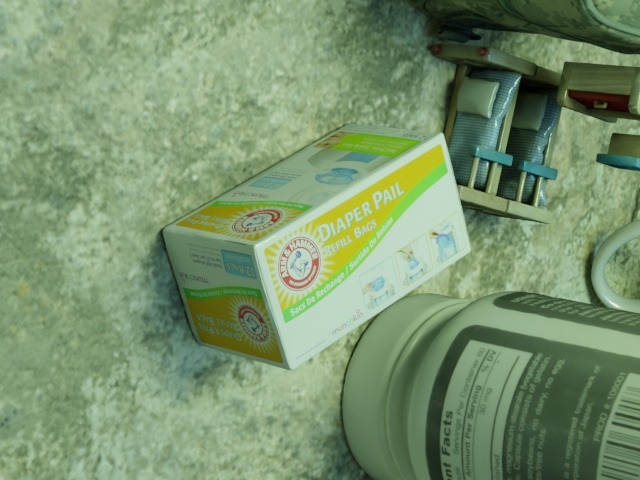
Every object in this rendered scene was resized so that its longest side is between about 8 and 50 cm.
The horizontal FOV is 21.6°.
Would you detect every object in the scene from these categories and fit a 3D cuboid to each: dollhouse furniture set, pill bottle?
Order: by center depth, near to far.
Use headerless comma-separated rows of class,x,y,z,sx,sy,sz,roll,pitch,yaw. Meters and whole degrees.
pill bottle,0.200,0.149,1.311,0.204,0.361,0.204,-9,103,-41
dollhouse furniture set,0.185,-0.083,1.379,0.129,0.183,0.129,12,89,-43

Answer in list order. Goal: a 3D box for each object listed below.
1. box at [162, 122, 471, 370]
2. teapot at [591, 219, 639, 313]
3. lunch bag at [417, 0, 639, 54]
box,0.000,0.000,1.272,0.203,0.114,0.103,-31,117,-34
teapot,0.374,0.127,1.601,0.252,0.187,0.256,33,47,-60
lunch bag,0.200,-0.302,1.309,0.212,0.256,0.305,8,93,-42
